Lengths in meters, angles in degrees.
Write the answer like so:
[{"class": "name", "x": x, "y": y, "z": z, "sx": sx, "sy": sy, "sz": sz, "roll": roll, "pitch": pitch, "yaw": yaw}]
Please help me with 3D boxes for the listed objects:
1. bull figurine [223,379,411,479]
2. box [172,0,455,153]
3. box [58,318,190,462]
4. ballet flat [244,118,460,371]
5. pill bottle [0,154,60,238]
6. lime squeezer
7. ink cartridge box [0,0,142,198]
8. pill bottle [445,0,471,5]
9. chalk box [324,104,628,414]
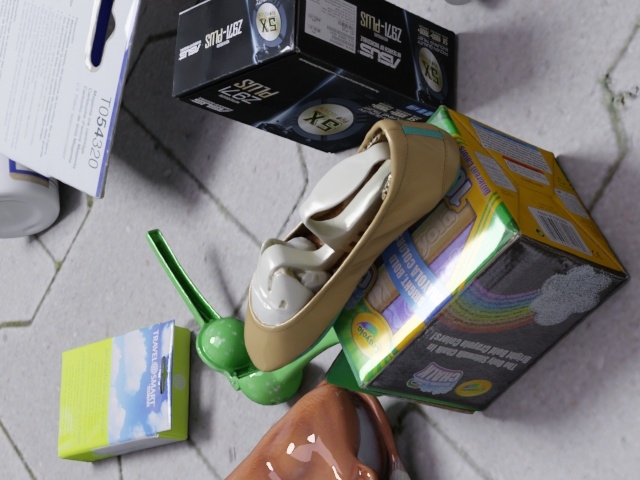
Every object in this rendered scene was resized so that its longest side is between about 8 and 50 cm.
[{"class": "bull figurine", "x": -0.042, "y": 0.248, "z": 1.148, "sx": 0.310, "sy": 0.101, "sz": 0.188, "roll": -53, "pitch": 49, "yaw": 25}, {"class": "box", "x": -0.004, "y": -0.142, "z": 1.171, "sx": 0.147, "sy": 0.180, "sz": 0.077, "roll": -14, "pitch": 68, "yaw": 44}, {"class": "box", "x": -0.182, "y": 0.144, "z": 1.375, "sx": 0.178, "sy": 0.042, "sz": 0.109, "roll": -18, "pitch": 65, "yaw": 43}, {"class": "ballet flat", "x": 0.000, "y": 0.000, "z": 1.002, "sx": 0.232, "sy": 0.073, "sz": 0.080, "roll": -50, "pitch": 46, "yaw": 24}, {"class": "pill bottle", "x": -0.346, "y": -0.107, "z": 1.587, "sx": 0.112, "sy": 0.112, "sz": 0.187, "roll": -31, "pitch": 56, "yaw": 37}, {"class": "lime squeezer", "x": -0.070, "y": 0.079, "z": 1.240, "sx": 0.310, "sy": 0.059, "sz": 0.110, "roll": 23, "pitch": 139, "yaw": 52}, {"class": "ink cartridge box", "x": -0.275, "y": -0.243, "z": 1.424, "sx": 0.330, "sy": 0.071, "sz": 0.324, "roll": 24, "pitch": 108, "yaw": 32}, {"class": "pill bottle", "x": 0.087, "y": -0.239, "z": 1.192, "sx": 0.065, "sy": 0.065, "sz": 0.116, "roll": -58, "pitch": 44, "yaw": 16}, {"class": "chalk box", "x": 0.086, "y": 0.033, "z": 1.053, "sx": 0.213, "sy": 0.132, "sz": 0.132, "roll": -45, "pitch": 49, "yaw": 26}]
